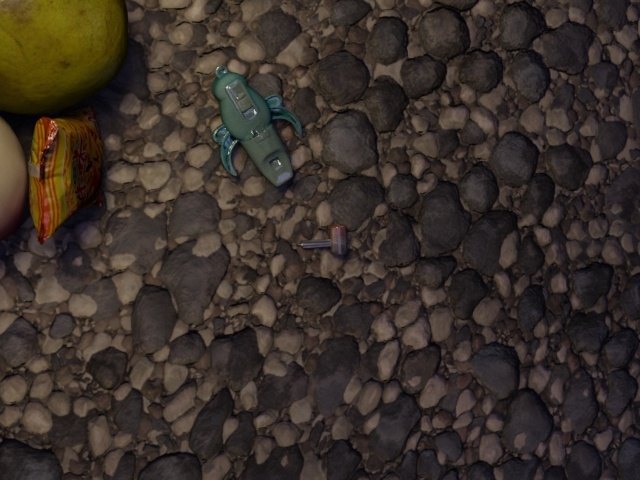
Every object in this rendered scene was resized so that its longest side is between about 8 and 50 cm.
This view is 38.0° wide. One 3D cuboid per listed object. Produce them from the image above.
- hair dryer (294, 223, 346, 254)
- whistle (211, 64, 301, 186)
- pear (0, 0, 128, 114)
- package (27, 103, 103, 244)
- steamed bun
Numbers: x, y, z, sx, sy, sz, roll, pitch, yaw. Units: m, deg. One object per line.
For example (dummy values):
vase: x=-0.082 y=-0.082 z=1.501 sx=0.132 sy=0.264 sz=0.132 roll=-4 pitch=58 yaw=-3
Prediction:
hair dryer: x=0.000 y=0.000 z=2.008 sx=0.114 sy=0.037 sz=0.063 roll=-4 pitch=97 yaw=-10
whistle: x=-0.139 y=-0.236 z=1.902 sx=0.186 sy=0.093 sz=0.274 roll=-33 pitch=109 yaw=-12
pear: x=-0.521 y=-0.384 z=1.607 sx=0.352 sy=0.352 sz=0.413 roll=-58 pitch=148 yaw=-3
package: x=-0.474 y=-0.131 z=1.718 sx=0.108 sy=0.288 sz=0.224 roll=5 pitch=104 yaw=8
steamed bun: x=-0.654 y=-0.096 z=1.662 sx=0.309 sy=0.309 sz=0.310 roll=-2 pitch=98 yaw=-18
